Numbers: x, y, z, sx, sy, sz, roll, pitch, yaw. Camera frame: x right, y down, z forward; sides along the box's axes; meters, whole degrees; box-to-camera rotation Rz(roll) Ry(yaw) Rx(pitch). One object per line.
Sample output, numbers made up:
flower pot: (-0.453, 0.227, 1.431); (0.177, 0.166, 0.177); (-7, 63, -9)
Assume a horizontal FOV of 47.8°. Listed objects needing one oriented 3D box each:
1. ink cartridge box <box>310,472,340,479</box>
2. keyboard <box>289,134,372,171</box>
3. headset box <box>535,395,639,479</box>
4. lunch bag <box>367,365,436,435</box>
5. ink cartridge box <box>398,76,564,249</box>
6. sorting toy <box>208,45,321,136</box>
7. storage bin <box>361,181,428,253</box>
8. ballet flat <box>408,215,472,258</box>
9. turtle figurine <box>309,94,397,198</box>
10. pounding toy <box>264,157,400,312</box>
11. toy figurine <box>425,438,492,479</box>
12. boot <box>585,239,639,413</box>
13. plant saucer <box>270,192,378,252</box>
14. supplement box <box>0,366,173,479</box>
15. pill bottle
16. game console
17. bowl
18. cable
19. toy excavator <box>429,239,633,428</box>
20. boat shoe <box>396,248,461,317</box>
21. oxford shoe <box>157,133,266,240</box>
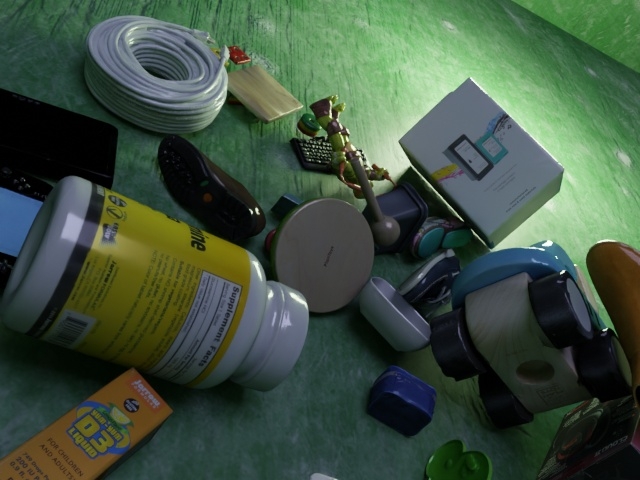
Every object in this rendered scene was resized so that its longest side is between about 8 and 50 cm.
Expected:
ink cartridge box: (0.108, 0.423, 0.807); (0.354, 0.119, 0.207); (27, 38, -15)
keyboard: (0.021, -0.182, 1.474); (0.180, 0.023, 0.108); (3, 48, -38)
headset box: (0.450, 0.331, 1.102); (0.110, 0.218, 0.293); (46, 36, 8)
lunch bag: (0.125, 0.235, 1.067); (0.098, 0.067, 0.065); (33, 37, -8)
ink cartridge box: (0.331, -0.154, 1.494); (0.270, 0.197, 0.198); (50, 6, 17)
sorting toy: (-0.131, -0.288, 1.444); (0.274, 0.046, 0.132); (44, 37, 8)
storage bin: (0.113, -0.036, 1.307); (0.091, 0.135, 0.098); (-15, 60, -36)
ballet flat: (0.219, -0.014, 1.422); (0.079, 0.076, 0.222); (35, 27, 30)
turtle figurine: (0.056, -0.163, 1.405); (0.269, 0.087, 0.217); (0, 65, -62)
pounding toy: (0.000, 0.000, 1.176); (0.237, 0.110, 0.183); (-45, 117, -19)
toy figurine: (0.226, 0.378, 0.988); (0.159, 0.130, 0.173); (46, 11, -10)
boot: (0.469, 0.148, 1.030); (0.295, 0.104, 0.211); (52, 38, 5)
plant saucer: (0.009, -0.025, 1.255); (0.192, 0.067, 0.018); (28, 61, -11)
supplement box: (-0.264, 0.229, 0.751); (0.078, 0.080, 0.233); (44, 35, 6)
pill bottle: (-0.189, 0.069, 0.880); (0.334, 0.188, 0.187); (25, 37, -27)
game console: (-0.395, -0.071, 0.997); (0.213, 0.044, 0.361); (16, 42, -26)
bowl: (0.118, 0.125, 1.163); (0.142, 0.053, 0.142); (47, 9, 11)
cable: (-0.292, -0.299, 1.287); (0.257, 0.089, 0.257); (16, 43, -22)
toy excavator: (0.394, 0.113, 1.264); (0.433, 0.222, 0.445); (47, 34, -28)
boat shoe: (0.201, 0.076, 1.264); (0.079, 0.095, 0.254); (56, 18, 6)
oxford shoe: (-0.178, -0.084, 1.175); (0.227, 0.083, 0.096); (47, 18, 13)
